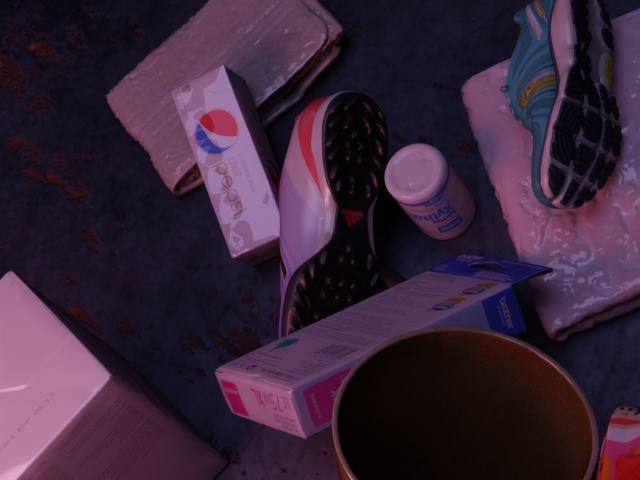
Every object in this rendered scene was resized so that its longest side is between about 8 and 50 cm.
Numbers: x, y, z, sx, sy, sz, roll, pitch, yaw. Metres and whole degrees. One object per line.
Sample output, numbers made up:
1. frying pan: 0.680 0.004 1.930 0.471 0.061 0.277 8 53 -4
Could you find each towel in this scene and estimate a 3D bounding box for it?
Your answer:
1. towel: -0.113 -0.203 2.200 0.282 0.049 0.187 -41 54 4
2. towel: 0.331 -0.095 1.929 0.317 0.053 0.331 -24 57 13

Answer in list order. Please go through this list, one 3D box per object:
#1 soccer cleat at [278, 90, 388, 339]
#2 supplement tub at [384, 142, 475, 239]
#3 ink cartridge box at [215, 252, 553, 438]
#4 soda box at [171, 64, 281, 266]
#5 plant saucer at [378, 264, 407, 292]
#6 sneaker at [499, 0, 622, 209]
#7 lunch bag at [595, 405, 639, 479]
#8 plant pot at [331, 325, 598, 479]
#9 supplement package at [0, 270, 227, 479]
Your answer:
1. soccer cleat: 0.000 0.000 1.980 0.116 0.109 0.318 -7 74 60
2. supplement tub: 0.118 -0.052 1.975 0.071 0.107 0.071 -11 61 21
3. ink cartridge box: 0.070 0.100 1.844 0.311 0.065 0.186 -26 14 -22
4. soda box: -0.093 -0.085 2.083 0.074 0.069 0.216 -25 74 14
5. plant saucer: 0.028 0.096 1.993 0.168 0.029 0.168 -11 60 21
6. sneaker: 0.247 -0.146 1.923 0.110 0.107 0.275 -21 50 37
7. lunch bag: 0.297 0.295 1.623 0.120 0.258 0.293 0 66 26
8. plant pot: 0.120 0.251 1.718 0.237 0.254 0.237 3 47 -3
9. supplement package: -0.276 0.206 1.940 0.199 0.262 0.198 -47 55 -3
